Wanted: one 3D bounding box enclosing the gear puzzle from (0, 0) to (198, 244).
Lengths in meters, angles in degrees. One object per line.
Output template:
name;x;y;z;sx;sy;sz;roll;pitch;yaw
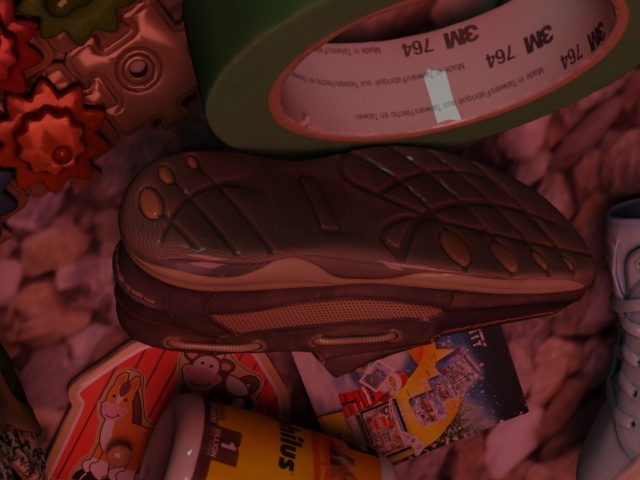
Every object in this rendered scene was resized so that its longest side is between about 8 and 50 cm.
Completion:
gear puzzle;-0.170;-0.123;1.307;0.339;0.044;0.175;-34;118;3

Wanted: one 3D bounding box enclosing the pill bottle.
pill bottle;-0.023;0.196;1.407;0.215;0.117;0.117;19;109;-16

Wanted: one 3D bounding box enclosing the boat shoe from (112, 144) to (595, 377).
boat shoe;0.019;0.018;1.310;0.355;0.132;0.130;5;134;-24

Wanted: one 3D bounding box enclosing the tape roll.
tape roll;0.074;-0.146;1.223;0.321;0.321;0.077;-11;73;-9

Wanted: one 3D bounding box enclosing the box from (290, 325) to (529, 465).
box;0.052;0.060;1.447;0.159;0.044;0.233;-22;118;-3

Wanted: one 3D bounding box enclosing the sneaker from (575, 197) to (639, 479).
sneaker;0.267;0.040;1.460;0.150;0.135;0.366;27;104;-4

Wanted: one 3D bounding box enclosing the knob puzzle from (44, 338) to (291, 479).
knob puzzle;-0.105;0.146;1.457;0.213;0.030;0.213;-5;115;-11

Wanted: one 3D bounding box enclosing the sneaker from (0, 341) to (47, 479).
sneaker;-0.256;0.104;1.268;0.158;0.182;0.410;-35;136;-15
